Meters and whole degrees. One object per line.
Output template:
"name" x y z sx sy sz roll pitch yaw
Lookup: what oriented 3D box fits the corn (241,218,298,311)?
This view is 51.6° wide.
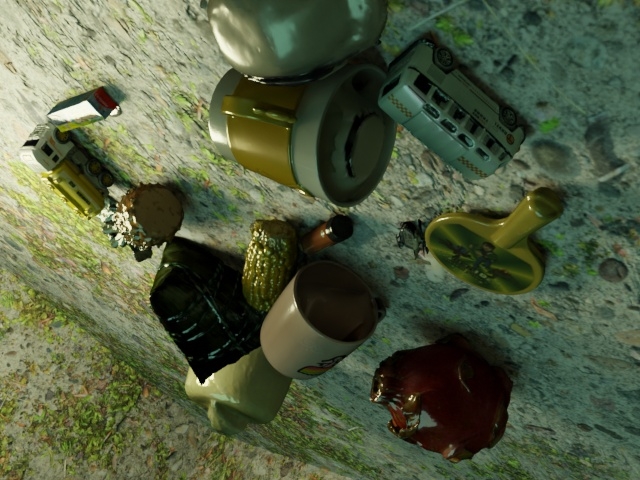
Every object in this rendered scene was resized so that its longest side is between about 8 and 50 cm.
"corn" -0.104 0.057 1.403 0.119 0.119 0.322 28 147 5

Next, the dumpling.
"dumpling" -0.061 -0.271 0.748 0.292 0.164 0.204 18 171 38

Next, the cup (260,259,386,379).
"cup" 0.012 0.173 1.383 0.252 0.192 0.200 -2 147 -35

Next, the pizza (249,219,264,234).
"pizza" -0.132 -0.025 1.399 0.037 0.016 0.083 44 152 -12

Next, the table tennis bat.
"table tennis bat" 0.275 0.001 1.025 0.198 0.050 0.321 32 157 1

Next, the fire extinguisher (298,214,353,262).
"fire extinguisher" 0.000 0.000 1.270 0.050 0.062 0.177 8 161 -25

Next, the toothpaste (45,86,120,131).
"toothpaste" -0.473 -0.251 1.325 0.193 0.044 0.070 -1 139 45

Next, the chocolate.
"chocolate" -0.242 0.383 1.894 0.314 0.297 0.326 -15 128 47

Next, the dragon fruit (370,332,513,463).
"dragon fruit" 0.259 0.321 1.365 0.315 0.250 0.250 36 152 -6

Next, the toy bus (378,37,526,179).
"toy bus" 0.162 -0.152 0.823 0.193 0.089 0.087 37 152 -15

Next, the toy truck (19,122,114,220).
"toy truck" -0.574 -0.155 1.508 0.098 0.114 0.227 4 142 41

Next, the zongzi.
"zongzi" -0.210 0.157 1.597 0.362 0.319 0.384 -21 118 6

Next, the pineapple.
"pineapple" -0.422 -0.036 1.522 0.310 0.141 0.170 -11 95 57

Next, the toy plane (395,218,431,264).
"toy plane" 0.161 0.004 1.148 0.049 0.031 0.121 6 142 23

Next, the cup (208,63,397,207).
"cup" -0.042 -0.160 0.886 0.226 0.186 0.241 19 -173 35

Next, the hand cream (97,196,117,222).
"hand cream" -0.529 -0.073 1.687 0.248 0.052 0.075 41 128 -8
